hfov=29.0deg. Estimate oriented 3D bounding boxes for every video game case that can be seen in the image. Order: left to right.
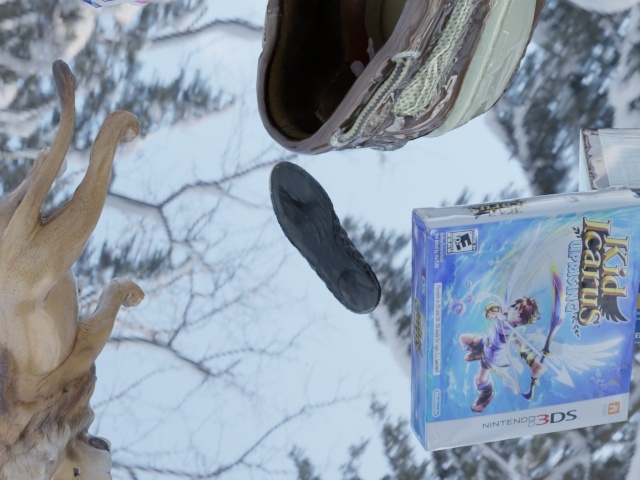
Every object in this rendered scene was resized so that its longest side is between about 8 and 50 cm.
[{"bbox_3d":[0.222,0.086,1.343,0.244,0.270,0.061,-7,-156,-13],"label":"video game case"}]

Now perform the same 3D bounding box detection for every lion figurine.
[{"bbox_3d":[-0.256,0.056,1.130,0.142,0.392,0.240,10,-139,16],"label":"lion figurine"}]

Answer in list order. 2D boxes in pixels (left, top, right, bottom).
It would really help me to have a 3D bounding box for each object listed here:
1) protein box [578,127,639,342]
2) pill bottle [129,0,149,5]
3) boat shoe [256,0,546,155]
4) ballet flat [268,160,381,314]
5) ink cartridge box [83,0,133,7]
[{"bbox_3d":[0.387,-0.010,1.503,0.135,0.200,0.201,0,-154,8],"label":"protein box"},{"bbox_3d":[-0.183,-0.293,1.323,0.043,0.083,0.043,25,-137,-26],"label":"pill bottle"},{"bbox_3d":[0.029,-0.123,0.344,0.095,0.257,0.095,-24,-129,-30],"label":"boat shoe"},{"bbox_3d":[0.000,0.000,1.211,0.057,0.049,0.173,-32,-86,-6],"label":"ballet flat"},{"bbox_3d":[-0.027,-0.221,0.725,0.175,0.370,0.069,23,-119,-63],"label":"ink cartridge box"}]
